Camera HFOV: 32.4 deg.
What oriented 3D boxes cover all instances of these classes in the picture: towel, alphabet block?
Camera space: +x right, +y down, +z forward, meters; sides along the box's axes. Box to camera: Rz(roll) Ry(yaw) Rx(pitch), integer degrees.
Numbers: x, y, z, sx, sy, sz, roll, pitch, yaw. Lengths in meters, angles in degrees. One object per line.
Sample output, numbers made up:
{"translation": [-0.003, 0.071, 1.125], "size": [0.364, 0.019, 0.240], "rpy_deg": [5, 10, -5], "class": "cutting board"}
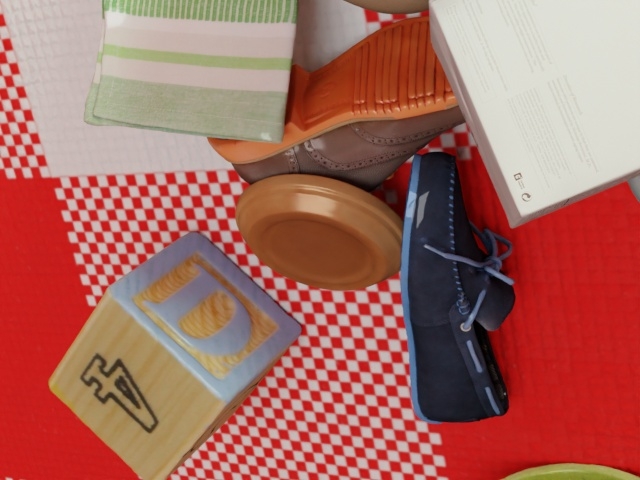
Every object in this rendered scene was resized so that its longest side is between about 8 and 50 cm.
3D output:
{"translation": [-0.130, -0.272, 1.136], "size": [0.248, 0.038, 0.324], "rpy_deg": [8, 92, 27], "class": "towel"}
{"translation": [-0.178, 0.142, 1.347], "size": [0.193, 0.192, 0.197], "rpy_deg": [43, 127, 7], "class": "alphabet block"}

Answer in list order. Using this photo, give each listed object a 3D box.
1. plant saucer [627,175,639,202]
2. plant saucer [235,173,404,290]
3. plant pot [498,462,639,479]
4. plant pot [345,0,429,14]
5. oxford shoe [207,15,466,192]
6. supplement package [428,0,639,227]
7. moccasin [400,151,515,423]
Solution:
{"translation": [0.372, -0.078, 1.024], "size": [0.195, 0.037, 0.195], "rpy_deg": [13, 119, 25], "class": "plant saucer"}
{"translation": [0.000, 0.000, 1.208], "size": [0.200, 0.037, 0.200], "rpy_deg": [12, 150, 7], "class": "plant saucer"}
{"translation": [0.281, 0.432, 1.203], "size": [0.276, 0.276, 0.254], "rpy_deg": [-1, 123, 30], "class": "plant pot"}
{"translation": [0.070, -0.312, 0.968], "size": [0.284, 0.284, 0.191], "rpy_deg": [27, 158, 16], "class": "plant pot"}
{"translation": [0.066, -0.131, 1.144], "size": [0.364, 0.130, 0.132], "rpy_deg": [-10, 138, 28], "class": "oxford shoe"}
{"translation": [0.222, -0.140, 0.938], "size": [0.203, 0.149, 0.194], "rpy_deg": [-22, 85, 5], "class": "supplement package"}
{"translation": [0.153, 0.051, 1.170], "size": [0.117, 0.137, 0.342], "rpy_deg": [2, 131, 15], "class": "moccasin"}
